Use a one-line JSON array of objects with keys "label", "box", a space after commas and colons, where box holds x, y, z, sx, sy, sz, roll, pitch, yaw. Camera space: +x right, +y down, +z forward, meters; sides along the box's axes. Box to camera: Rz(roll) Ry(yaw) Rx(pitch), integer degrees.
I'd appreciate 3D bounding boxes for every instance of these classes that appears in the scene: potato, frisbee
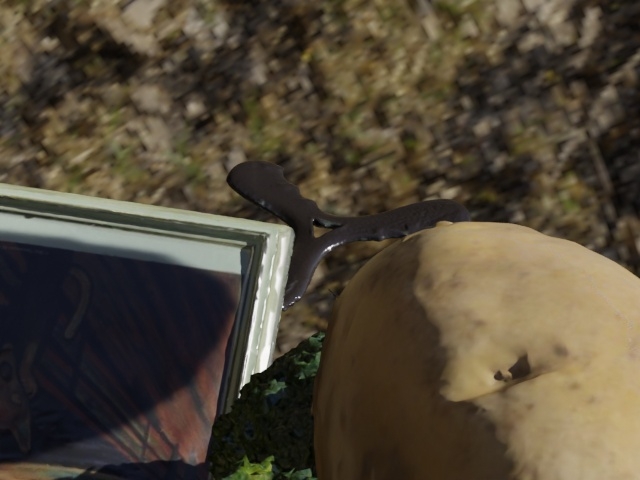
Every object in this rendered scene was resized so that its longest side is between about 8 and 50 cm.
[{"label": "potato", "box": [0.071, 0.082, 0.598, 0.128, 0.235, 0.161, 2, 100, -18]}, {"label": "frisbee", "box": [0.000, 0.000, 1.548, 0.187, 0.211, 0.012, -57, 151, -48]}]

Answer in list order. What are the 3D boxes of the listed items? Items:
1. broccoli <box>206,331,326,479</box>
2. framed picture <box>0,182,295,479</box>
[{"label": "broccoli", "box": [0.078, 0.164, 0.878, 0.321, 0.304, 0.283, 19, 109, -10]}, {"label": "framed picture", "box": [-0.137, 0.094, 0.992, 0.216, 0.016, 0.273, 8, 62, 2]}]
